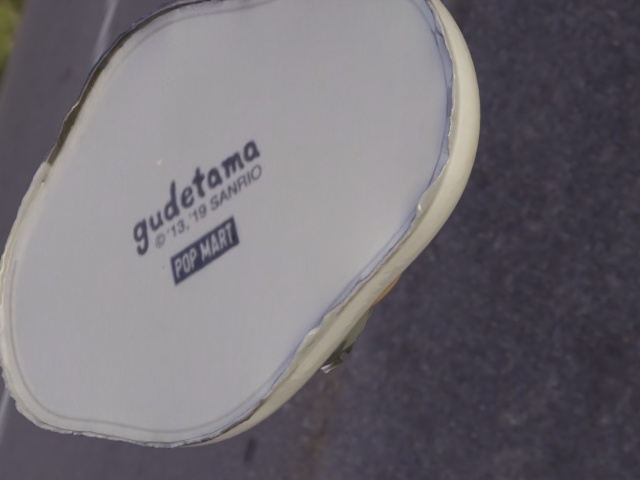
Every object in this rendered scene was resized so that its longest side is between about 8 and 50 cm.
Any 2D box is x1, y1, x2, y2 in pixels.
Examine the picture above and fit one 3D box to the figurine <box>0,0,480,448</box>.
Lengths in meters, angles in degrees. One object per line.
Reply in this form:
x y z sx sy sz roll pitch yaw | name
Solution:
0.000 0.000 0.586 0.250 0.141 0.167 -20 66 42 | figurine
